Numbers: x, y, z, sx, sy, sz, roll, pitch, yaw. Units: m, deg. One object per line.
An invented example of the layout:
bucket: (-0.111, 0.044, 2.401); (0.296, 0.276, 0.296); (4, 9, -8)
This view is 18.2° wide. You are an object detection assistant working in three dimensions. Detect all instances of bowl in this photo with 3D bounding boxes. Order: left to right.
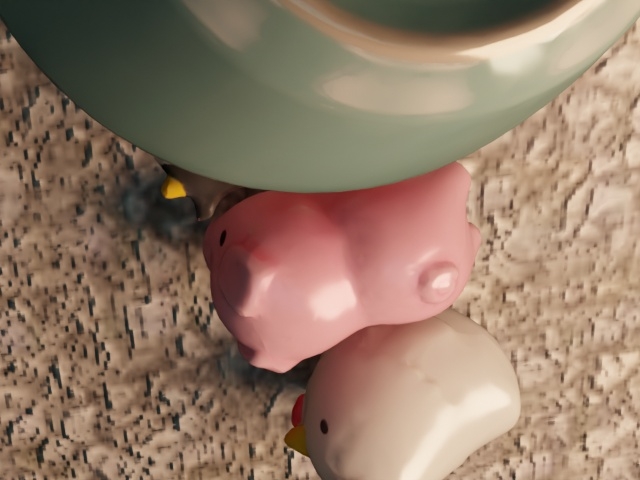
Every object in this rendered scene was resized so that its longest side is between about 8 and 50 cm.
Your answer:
bowl: (0.021, -0.162, 0.730); (0.311, 0.163, 0.312); (-2, 100, -14)

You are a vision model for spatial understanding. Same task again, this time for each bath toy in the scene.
bath toy: (0.000, 0.000, 0.954); (0.151, 0.129, 0.348); (7, 134, 28)
